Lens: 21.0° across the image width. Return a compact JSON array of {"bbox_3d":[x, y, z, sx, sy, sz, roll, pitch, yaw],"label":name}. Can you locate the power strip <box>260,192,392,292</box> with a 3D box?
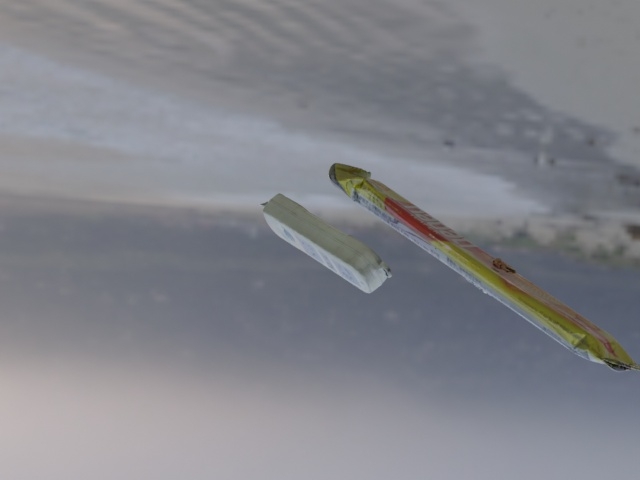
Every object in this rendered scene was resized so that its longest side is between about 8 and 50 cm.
[{"bbox_3d":[0.000,0.000,1.675,0.191,0.030,0.047,31,162,43],"label":"power strip"}]

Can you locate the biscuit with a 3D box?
[{"bbox_3d":[0.110,0.020,1.207,0.048,0.026,0.292,6,-157,-49],"label":"biscuit"}]
